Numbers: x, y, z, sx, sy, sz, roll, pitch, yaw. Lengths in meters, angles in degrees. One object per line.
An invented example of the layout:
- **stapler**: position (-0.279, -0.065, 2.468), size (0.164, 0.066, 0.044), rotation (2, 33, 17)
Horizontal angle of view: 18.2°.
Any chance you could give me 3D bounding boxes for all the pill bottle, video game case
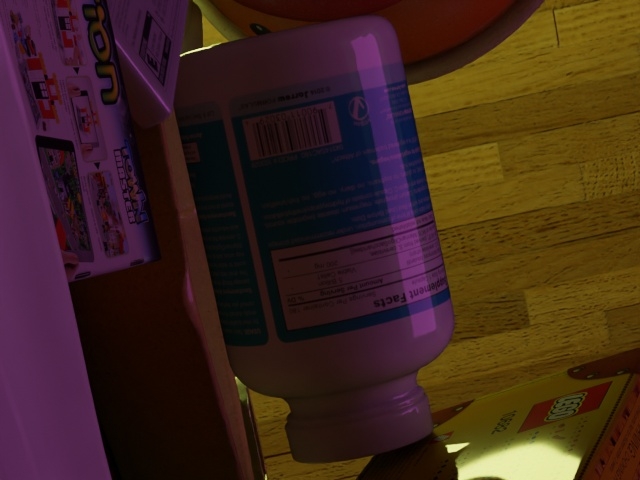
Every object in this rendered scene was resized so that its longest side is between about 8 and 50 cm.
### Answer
- **pill bottle**: position (0.000, 0.000, 1.243), size (0.146, 0.146, 0.264), rotation (-115, -166, -85)
- **video game case**: position (-0.132, -0.179, 1.078), size (0.183, 0.023, 0.201), rotation (54, 20, -27)

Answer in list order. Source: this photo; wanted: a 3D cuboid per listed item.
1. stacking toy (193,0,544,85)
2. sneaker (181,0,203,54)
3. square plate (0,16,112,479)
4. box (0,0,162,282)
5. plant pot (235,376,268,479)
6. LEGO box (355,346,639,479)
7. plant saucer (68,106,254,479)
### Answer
- **stacking toy**: position (-0.028, -0.286, 1.313), size (0.480, 0.351, 0.350), rotation (-1, 78, -71)
- **sneaker**: position (-0.067, -0.063, 1.513), size (0.094, 0.153, 0.235), rotation (-157, -108, -83)
- **square plate**: position (-0.106, 0.043, 0.568), size (0.344, 0.049, 0.347), rotation (-103, -178, -63)
- **box**: position (-0.127, -0.083, 0.865), size (0.114, 0.036, 0.207), rotation (-14, 92, -70)
- **plant pot**: position (-0.084, 0.152, 1.410), size (0.081, 0.083, 0.081), rotation (-106, -176, -76)
- **LEGO box**: position (0.127, 0.322, 1.084), size (0.372, 0.193, 0.500), rotation (67, 22, -8)
- **plant saucer**: position (-0.112, 0.010, 1.240), size (0.332, 0.081, 0.332), rotation (81, -3, -52)
